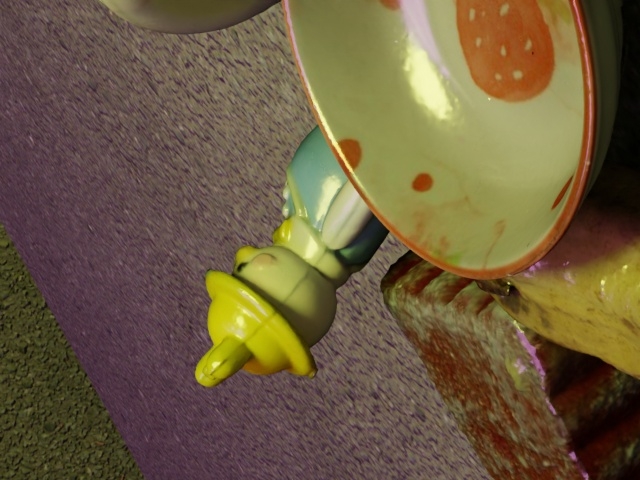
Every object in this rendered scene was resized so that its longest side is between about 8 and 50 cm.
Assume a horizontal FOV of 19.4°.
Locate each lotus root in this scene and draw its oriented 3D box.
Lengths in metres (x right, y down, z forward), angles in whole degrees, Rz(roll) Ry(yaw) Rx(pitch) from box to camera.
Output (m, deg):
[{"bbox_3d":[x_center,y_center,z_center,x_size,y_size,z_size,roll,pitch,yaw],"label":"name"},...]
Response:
[{"bbox_3d":[0.174,0.021,0.994,0.258,0.097,0.110,28,146,47],"label":"lotus root"}]

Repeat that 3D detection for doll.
[{"bbox_3d":[-0.001,-0.001,1.219,0.135,0.241,0.099,15,153,51],"label":"doll"}]

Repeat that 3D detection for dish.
[{"bbox_3d":[0.083,-0.115,0.968,0.260,0.085,0.260,38,138,44],"label":"dish"}]

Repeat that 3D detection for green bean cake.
[{"bbox_3d":[0.153,0.107,1.196,0.233,0.097,0.198,62,161,-15],"label":"green bean cake"}]

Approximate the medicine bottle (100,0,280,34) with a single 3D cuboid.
[{"bbox_3d":[-0.141,-0.306,1.097,0.371,0.211,0.211,48,160,30],"label":"medicine bottle"}]
